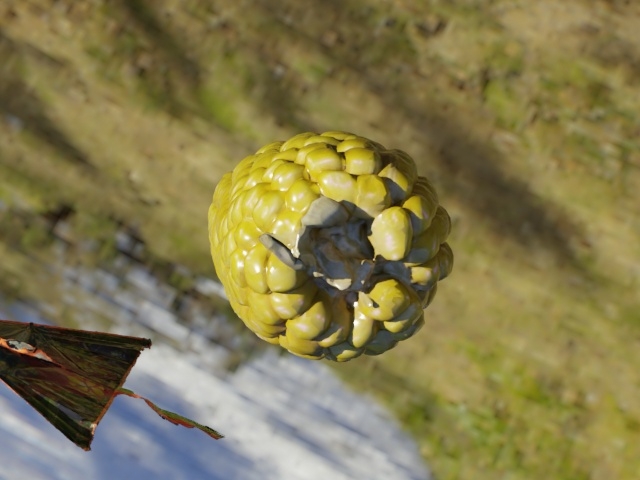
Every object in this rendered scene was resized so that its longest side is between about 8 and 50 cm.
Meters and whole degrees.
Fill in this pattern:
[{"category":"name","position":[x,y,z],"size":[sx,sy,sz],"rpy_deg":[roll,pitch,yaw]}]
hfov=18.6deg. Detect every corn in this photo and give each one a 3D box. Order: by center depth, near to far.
[{"category":"corn","position":[0.000,0.000,0.886],"size":[0.101,0.101,0.310],"rpy_deg":[28,179,-4]}]

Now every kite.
[{"category":"kite","position":[-0.120,0.065,0.974],"size":[0.159,0.010,0.190],"rpy_deg":[24,-166,-2]}]
